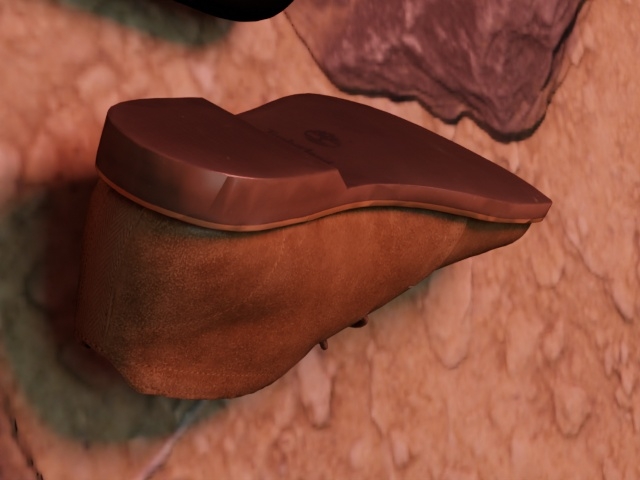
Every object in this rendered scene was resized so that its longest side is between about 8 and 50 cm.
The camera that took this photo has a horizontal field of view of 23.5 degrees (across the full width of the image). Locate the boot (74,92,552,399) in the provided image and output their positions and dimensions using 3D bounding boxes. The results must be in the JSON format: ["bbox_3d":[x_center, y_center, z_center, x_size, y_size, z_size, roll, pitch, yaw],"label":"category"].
[{"bbox_3d":[0.000,0.000,0.727,0.305,0.112,0.115,-5,119,-52],"label":"boot"}]

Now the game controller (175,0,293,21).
[{"bbox_3d":[-0.110,-0.204,0.631,0.319,0.067,0.166,15,74,-45],"label":"game controller"}]
